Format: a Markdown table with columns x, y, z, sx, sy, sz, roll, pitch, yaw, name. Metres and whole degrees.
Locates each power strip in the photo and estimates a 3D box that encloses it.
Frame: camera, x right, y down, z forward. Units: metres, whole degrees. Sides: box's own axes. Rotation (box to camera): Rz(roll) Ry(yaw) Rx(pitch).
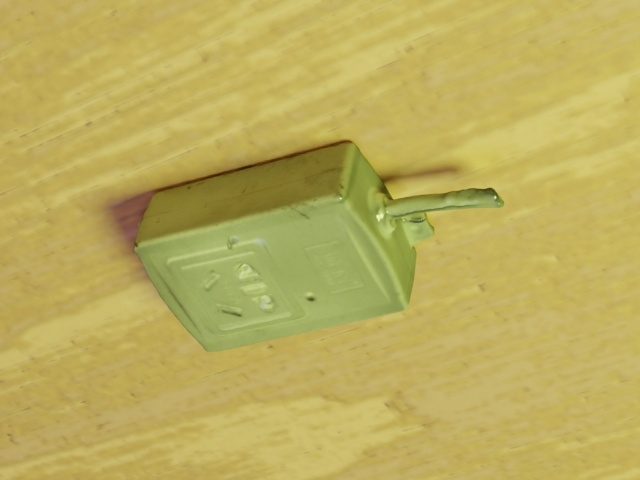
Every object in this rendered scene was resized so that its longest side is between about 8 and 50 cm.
| x | y | z | sx | sy | sz | roll | pitch | yaw | name |
| --- | --- | --- | --- | --- | --- | --- | --- | --- | --- |
| 0.000 | 0.000 | 0.682 | 0.175 | 0.042 | 0.075 | -14 | 127 | 25 | power strip |
